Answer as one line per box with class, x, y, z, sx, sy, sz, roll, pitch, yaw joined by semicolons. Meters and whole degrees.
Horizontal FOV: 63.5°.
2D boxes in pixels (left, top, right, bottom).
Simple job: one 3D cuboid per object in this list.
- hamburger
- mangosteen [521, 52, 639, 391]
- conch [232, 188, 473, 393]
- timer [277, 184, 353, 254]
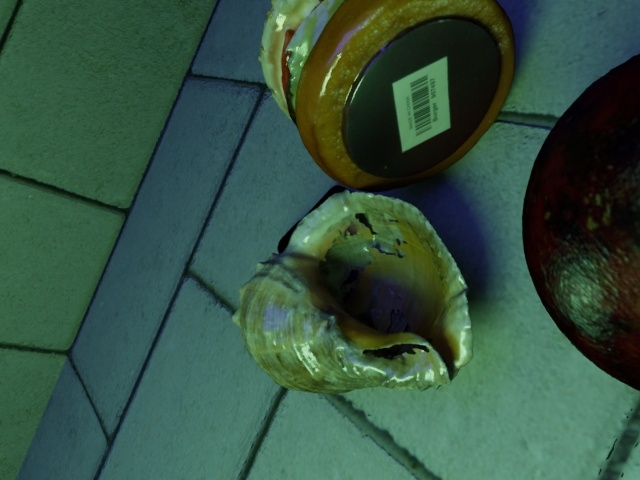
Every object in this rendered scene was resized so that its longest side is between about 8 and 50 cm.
hamburger;0.087;-0.248;0.739;0.330;0.330;0.250;-49;50;21
mangosteen;0.332;-0.033;0.425;0.306;0.306;0.359;-17;30;42
conch;0.059;0.088;0.730;0.352;0.210;0.297;18;86;29
timer;0.000;0.000;0.927;0.187;0.055;0.144;-46;45;24
